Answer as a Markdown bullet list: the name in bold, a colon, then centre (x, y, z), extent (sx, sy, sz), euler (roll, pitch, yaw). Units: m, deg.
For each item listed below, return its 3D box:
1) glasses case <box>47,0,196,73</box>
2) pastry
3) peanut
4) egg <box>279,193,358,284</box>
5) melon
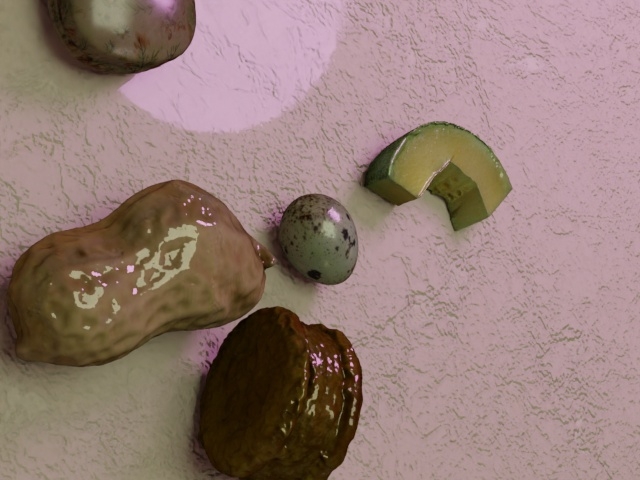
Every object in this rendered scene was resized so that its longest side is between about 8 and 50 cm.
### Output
- **glasses case**: centre (-0.228, -0.383, 1.445), extent (0.156, 0.098, 0.425), euler (-5, 83, -42)
- **pastry**: centre (-0.041, 0.162, 1.411), extent (0.103, 0.188, 0.189), euler (22, 67, -32)
- **peanut**: centre (-0.174, 0.024, 1.363), extent (0.291, 0.143, 0.159), euler (-16, 113, -40)
- **egg**: centre (0.000, 0.000, 1.550), extent (0.085, 0.085, 0.110), euler (-49, 126, -35)
- **melon**: centre (0.146, -0.080, 1.704), extent (0.209, 0.064, 0.118), euler (27, 63, -34)
